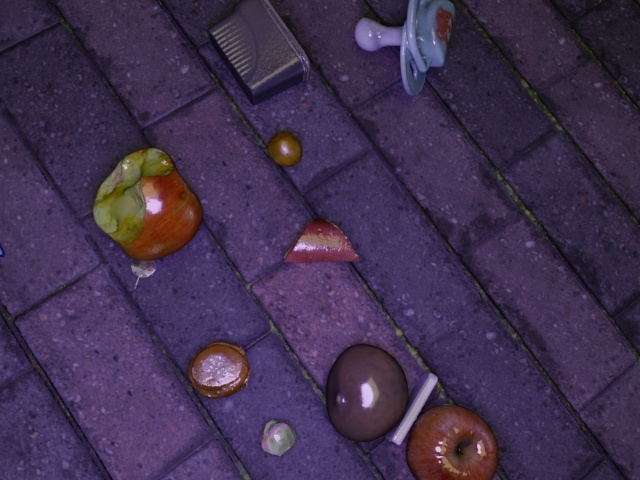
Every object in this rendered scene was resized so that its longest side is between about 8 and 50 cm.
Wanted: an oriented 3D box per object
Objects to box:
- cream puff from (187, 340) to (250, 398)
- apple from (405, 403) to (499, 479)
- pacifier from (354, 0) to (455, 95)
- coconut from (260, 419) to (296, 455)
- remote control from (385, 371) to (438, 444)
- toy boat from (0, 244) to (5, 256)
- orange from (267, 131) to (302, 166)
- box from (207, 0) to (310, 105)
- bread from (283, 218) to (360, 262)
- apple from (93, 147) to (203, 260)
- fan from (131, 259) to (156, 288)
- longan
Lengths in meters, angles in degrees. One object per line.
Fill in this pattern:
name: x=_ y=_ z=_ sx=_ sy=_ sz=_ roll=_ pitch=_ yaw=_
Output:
cream puff: x=-0.235 y=0.304 z=1.389 sx=0.144 sy=0.103 sz=0.126 roll=-4 pitch=64 yaw=-9
apple: x=0.300 y=0.485 z=1.376 sx=0.211 sy=0.188 sz=0.211 roll=3 pitch=74 yaw=-11
pacifier: x=0.217 y=-0.568 z=1.616 sx=0.269 sy=0.288 sz=0.343 roll=6 pitch=69 yaw=21
coconut: x=-0.100 y=0.454 z=1.381 sx=0.083 sy=0.082 sz=0.081 roll=-29 pitch=86 yaw=-15
remote control: x=0.220 y=0.401 z=1.436 sx=0.029 sy=0.087 sz=0.190 roll=34 pitch=73 yaw=3
toy boat: x=-0.851 y=-0.030 z=1.418 sx=0.229 sy=0.046 sz=0.080 roll=33 pitch=71 yaw=3
orange: x=-0.090 y=-0.235 z=1.554 sx=0.095 sy=0.085 sz=0.085 roll=46 pitch=75 yaw=-3
box: x=-0.170 y=-0.509 z=1.587 sx=0.178 sy=0.138 sz=0.274 roll=-34 pitch=82 yaw=-10
bread: x=0.000 y=0.000 z=1.515 sx=0.192 sy=0.067 sz=0.119 roll=-2 pitch=76 yaw=-9
apple: x=-0.404 y=-0.076 z=1.389 sx=0.226 sy=0.246 sz=0.246 roll=-35 pitch=83 yaw=-6
fan: x=-0.445 y=0.070 z=1.469 sx=0.060 sy=0.003 sz=0.080 roll=45 pitch=75 yaw=5
longan: x=0.106 y=0.352 z=1.382 sx=0.196 sy=0.196 sz=0.220 roll=8 pitch=68 yaw=-6
